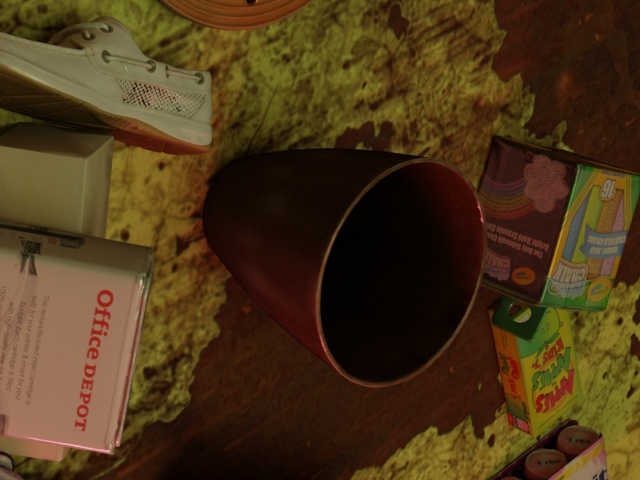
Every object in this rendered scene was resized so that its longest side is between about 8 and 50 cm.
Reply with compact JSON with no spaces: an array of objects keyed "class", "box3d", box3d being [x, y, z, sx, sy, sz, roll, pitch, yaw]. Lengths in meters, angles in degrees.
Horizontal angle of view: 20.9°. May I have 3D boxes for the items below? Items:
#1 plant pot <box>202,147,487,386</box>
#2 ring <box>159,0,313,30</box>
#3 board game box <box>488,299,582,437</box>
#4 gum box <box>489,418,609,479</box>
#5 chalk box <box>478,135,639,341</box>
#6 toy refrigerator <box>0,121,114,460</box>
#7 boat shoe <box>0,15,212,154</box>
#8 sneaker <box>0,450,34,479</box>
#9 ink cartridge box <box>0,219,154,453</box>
[{"class":"plant pot","box3d":[0.000,0.000,1.635,0.215,0.230,0.215,-18,118,-39]},{"class":"ring","box3d":[-0.065,-0.358,1.572,0.336,0.032,0.336,-18,117,-39]},{"class":"board game box","box3d":[0.260,0.137,2.081,0.092,0.043,0.181,-36,128,-30]},{"class":"gum box","box3d":[0.284,0.317,2.164,0.188,0.062,0.107,-31,126,-32]},{"class":"chalk box","box3d":[0.253,0.005,1.958,0.132,0.132,0.213,6,103,-45]},{"class":"toy refrigerator","box3d":[-0.245,0.042,1.492,0.102,0.094,0.269,-66,164,-73]},{"class":"boat shoe","box3d":[-0.198,-0.147,1.488,0.277,0.098,0.096,17,79,-52]},{"class":"sneaker","box3d":[-0.270,0.246,1.514,0.268,0.153,0.101,0,66,-41]},{"class":"ink cartridge box","box3d":[-0.253,0.069,1.392,0.218,0.092,0.158,11,106,-4]}]
